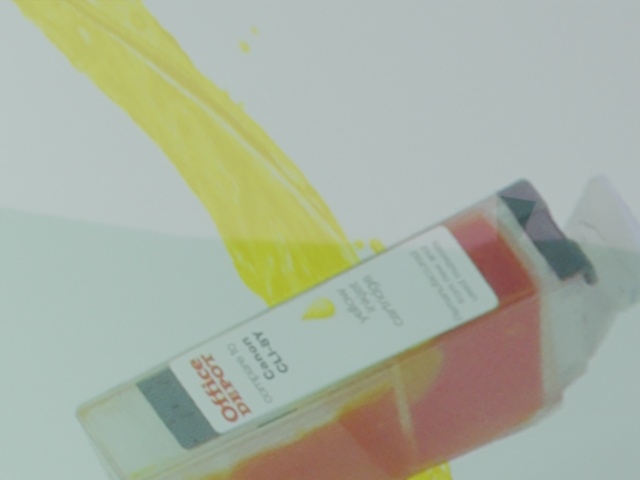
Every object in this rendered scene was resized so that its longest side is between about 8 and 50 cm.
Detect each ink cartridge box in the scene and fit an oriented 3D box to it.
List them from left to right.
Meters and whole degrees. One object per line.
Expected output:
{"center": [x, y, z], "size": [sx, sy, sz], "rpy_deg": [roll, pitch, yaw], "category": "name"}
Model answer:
{"center": [0.016, -0.061, 0.486], "size": [0.385, 0.160, 0.279], "rpy_deg": [-27, 97, 35], "category": "ink cartridge box"}
